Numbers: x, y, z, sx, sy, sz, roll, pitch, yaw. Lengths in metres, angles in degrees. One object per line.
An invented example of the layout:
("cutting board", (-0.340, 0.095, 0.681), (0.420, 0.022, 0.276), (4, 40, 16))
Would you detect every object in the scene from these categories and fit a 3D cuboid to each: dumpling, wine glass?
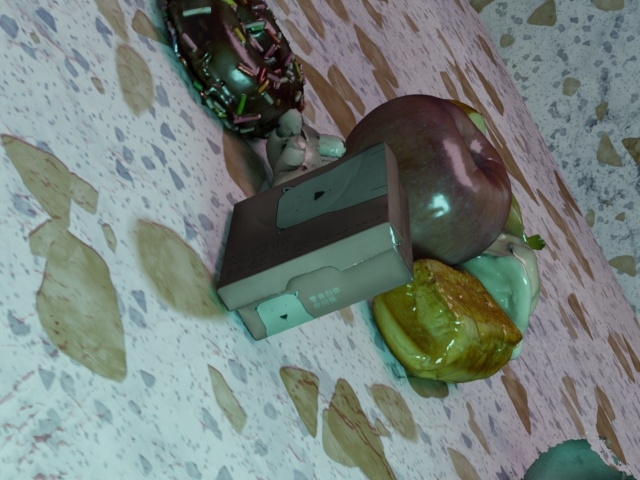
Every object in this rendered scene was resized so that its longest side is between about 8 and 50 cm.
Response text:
("dumpling", (0.280, 0.093, 2.019), (0.318, 0.187, 0.243), (-105, -172, -79))
("wine glass", (0.446, 0.466, 1.817), (0.357, 0.190, 0.190), (54, 19, -26))

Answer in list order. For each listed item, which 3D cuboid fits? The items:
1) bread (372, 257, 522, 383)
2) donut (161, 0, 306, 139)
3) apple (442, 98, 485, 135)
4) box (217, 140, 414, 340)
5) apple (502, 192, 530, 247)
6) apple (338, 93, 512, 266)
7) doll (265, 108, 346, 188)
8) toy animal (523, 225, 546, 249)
("bread", (0.190, 0.128, 1.767), (0.294, 0.132, 0.167), (13, 48, -62))
("donut", (-0.115, -0.266, 1.664), (0.270, 0.103, 0.270), (50, 20, -26))
("apple", (0.240, -0.174, 2.285), (0.173, 0.160, 0.195), (15, 87, -42))
("box", (0.000, 0.000, 1.380), (0.086, 0.215, 0.215), (61, 15, -26))
("apple", (0.338, 0.025, 2.241), (0.265, 0.120, 0.193), (73, -6, -48))
("apple", (0.154, -0.085, 1.847), (0.306, 0.235, 0.306), (45, 24, -26))
("doll", (-0.024, -0.079, 1.601), (0.149, 0.095, 0.192), (21, 55, -53))
("toy animal", (0.388, -0.005, 2.468), (0.155, 0.095, 0.219), (49, -14, 43))
